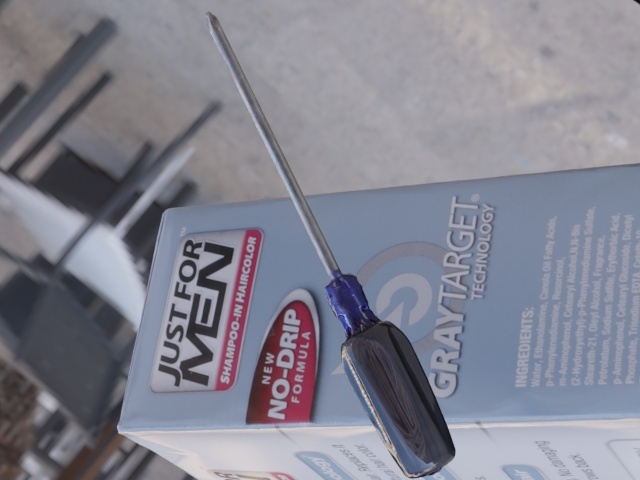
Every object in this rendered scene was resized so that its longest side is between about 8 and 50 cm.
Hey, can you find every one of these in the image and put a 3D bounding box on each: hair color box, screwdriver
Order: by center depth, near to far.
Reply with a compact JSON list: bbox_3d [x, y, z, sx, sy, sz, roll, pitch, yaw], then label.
[{"bbox_3d":[0.000,0.000,0.526,0.170,0.024,0.025,64,-175,11],"label":"screwdriver"},{"bbox_3d":[0.126,0.059,0.673,0.374,0.114,0.185,-5,150,26],"label":"hair color box"}]

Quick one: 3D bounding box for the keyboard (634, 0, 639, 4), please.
[{"bbox_3d":[0.170,-0.189,0.725,0.317,0.033,0.201,34,125,-5],"label":"keyboard"}]
